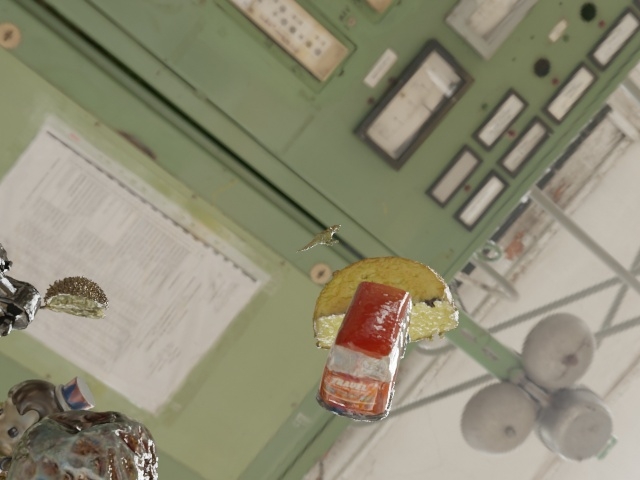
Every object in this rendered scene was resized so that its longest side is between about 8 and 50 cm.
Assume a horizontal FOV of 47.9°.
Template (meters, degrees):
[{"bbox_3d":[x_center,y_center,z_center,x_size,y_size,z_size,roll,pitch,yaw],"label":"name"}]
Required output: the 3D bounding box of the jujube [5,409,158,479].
[{"bbox_3d":[-0.363,0.406,1.062,0.226,0.226,0.317,-156,-101,-72],"label":"jujube"}]

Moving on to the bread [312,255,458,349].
[{"bbox_3d":[0.110,0.107,1.302,0.261,0.160,0.147,-11,-126,10],"label":"bread"}]

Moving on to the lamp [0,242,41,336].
[{"bbox_3d":[-0.664,0.072,1.146,0.374,0.272,0.205,-16,-148,15],"label":"lamp"}]

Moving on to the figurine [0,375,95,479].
[{"bbox_3d":[-0.548,0.339,1.305,0.275,0.161,0.158,-35,146,-31],"label":"figurine"}]

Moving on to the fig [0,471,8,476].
[{"bbox_3d":[-0.787,0.510,1.727,0.145,0.274,0.170,-150,-123,-71],"label":"fig"}]

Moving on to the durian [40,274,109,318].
[{"bbox_3d":[-0.479,0.107,1.397,0.110,0.140,0.071,89,-3,-51],"label":"durian"}]

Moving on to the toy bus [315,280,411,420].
[{"bbox_3d":[0.050,0.107,0.740,0.174,0.079,0.077,-57,159,-64],"label":"toy bus"}]

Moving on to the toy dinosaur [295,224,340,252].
[{"bbox_3d":[0.003,0.000,1.397,0.113,0.026,0.041,-37,-142,-28],"label":"toy dinosaur"}]
